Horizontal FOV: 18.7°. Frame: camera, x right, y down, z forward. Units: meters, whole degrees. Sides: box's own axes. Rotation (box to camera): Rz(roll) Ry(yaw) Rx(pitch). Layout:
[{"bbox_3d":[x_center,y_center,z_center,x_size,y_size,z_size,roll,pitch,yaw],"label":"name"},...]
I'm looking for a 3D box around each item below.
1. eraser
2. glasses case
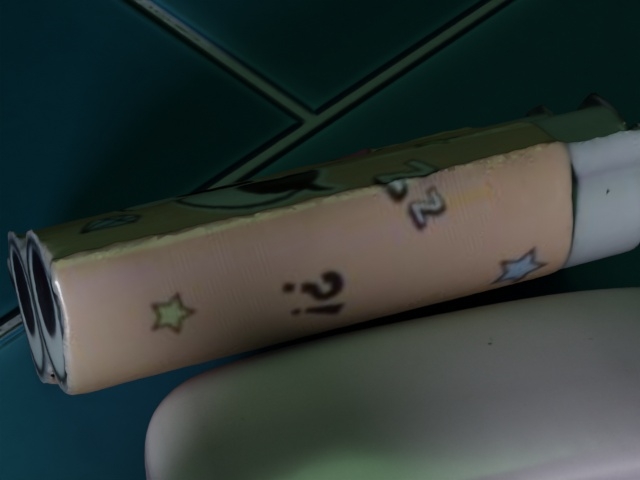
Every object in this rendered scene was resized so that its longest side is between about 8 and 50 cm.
[{"bbox_3d":[0.000,0.000,0.960,0.290,0.087,0.171,-13,5,-15],"label":"eraser"},{"bbox_3d":[0.065,0.090,0.915,0.296,0.075,0.113,-11,46,-12],"label":"glasses case"}]
